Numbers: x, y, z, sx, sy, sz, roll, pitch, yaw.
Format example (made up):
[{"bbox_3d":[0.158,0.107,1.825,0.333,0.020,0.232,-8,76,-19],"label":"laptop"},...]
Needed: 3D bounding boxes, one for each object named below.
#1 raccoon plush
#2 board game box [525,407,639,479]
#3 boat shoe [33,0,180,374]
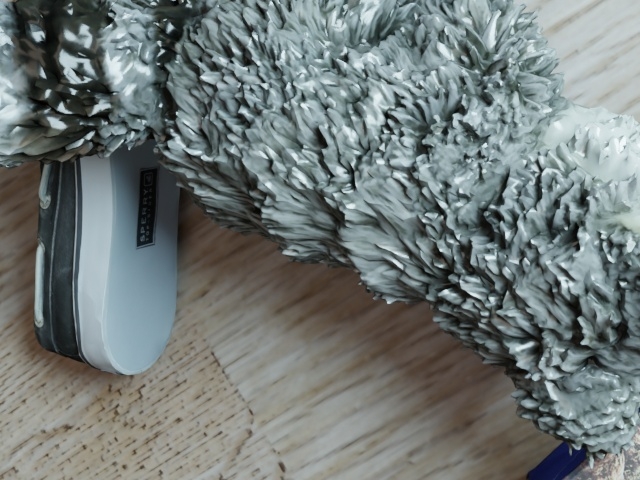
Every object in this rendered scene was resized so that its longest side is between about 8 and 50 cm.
[{"bbox_3d":[0.000,0.000,0.616,0.447,0.216,0.299,-16,54,-8],"label":"raccoon plush"},{"bbox_3d":[0.305,0.188,0.661,0.232,0.141,0.291,-45,81,8],"label":"board game box"},{"bbox_3d":[-0.156,-0.062,0.781,0.105,0.113,0.306,10,105,28],"label":"boat shoe"}]
